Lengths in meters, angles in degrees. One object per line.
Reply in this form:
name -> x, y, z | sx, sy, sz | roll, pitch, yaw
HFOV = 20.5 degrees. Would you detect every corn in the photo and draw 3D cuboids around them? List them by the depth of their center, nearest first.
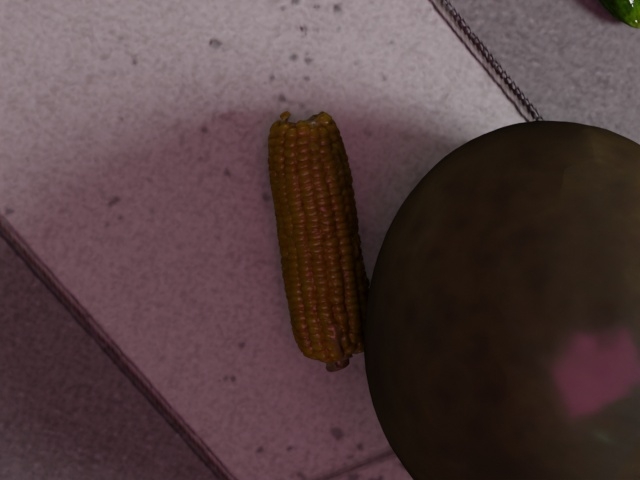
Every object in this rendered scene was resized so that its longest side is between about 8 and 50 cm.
corn -> 0.000, 0.000, 1.388 | 0.068, 0.068, 0.207 | -8, 96, -5

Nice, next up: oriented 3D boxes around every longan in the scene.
longan -> 0.179, 0.073, 1.316 | 0.319, 0.319, 0.319 | -1, 99, -6

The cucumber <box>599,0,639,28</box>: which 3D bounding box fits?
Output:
cucumber -> 0.215, -0.240, 1.391 | 0.039, 0.039, 0.168 | -24, 102, -2
